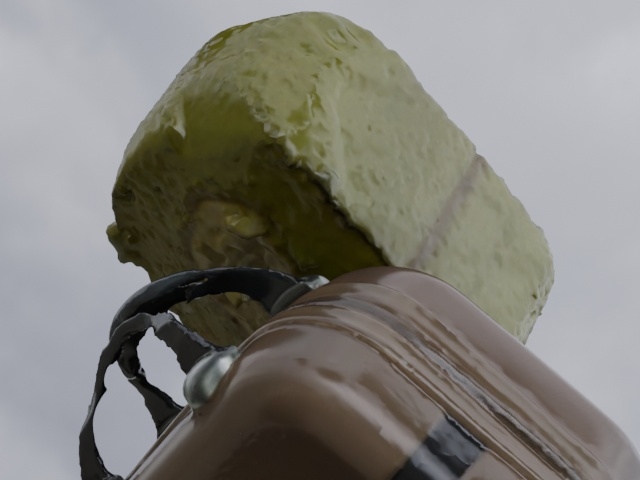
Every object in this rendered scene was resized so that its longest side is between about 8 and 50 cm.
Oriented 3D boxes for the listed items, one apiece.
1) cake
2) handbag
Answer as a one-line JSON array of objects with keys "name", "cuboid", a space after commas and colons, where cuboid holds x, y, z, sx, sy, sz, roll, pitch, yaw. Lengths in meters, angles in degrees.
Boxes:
[{"name": "cake", "cuboid": [0.000, 0.000, 1.066, 0.179, 0.156, 0.260, -25, -67, 40]}, {"name": "handbag", "cuboid": [-0.012, 0.140, 0.963, 0.283, 0.149, 0.302, 46, -47, 4]}]
